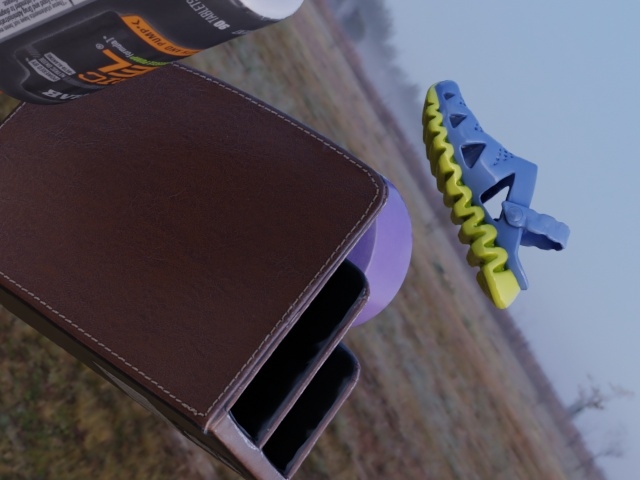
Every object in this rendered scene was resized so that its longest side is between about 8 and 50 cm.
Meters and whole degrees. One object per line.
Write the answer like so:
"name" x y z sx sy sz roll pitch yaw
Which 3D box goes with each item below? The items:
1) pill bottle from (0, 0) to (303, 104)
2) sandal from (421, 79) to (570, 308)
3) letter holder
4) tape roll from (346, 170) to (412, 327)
"pill bottle" -0.138 -0.160 0.628 0.130 0.245 0.131 28 55 -51
"sandal" 0.233 -0.075 1.402 0.126 0.138 0.318 59 8 -84
"letter holder" -0.104 0.004 0.769 0.301 0.214 0.152 28 -18 28
"tape roll" 0.000 0.000 1.129 0.080 0.189 0.189 17 37 -56
